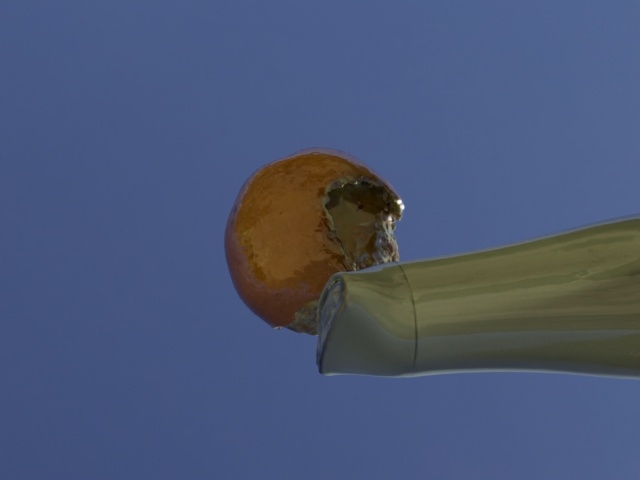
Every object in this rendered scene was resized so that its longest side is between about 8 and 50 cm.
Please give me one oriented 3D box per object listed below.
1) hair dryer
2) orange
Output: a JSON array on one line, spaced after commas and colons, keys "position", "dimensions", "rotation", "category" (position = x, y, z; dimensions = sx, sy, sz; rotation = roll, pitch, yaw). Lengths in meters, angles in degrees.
[{"position": [0.114, -0.019, 0.600], "dimensions": [0.206, 0.237, 0.075], "rotation": [-4, -123, -15], "category": "hair dryer"}, {"position": [0.000, 0.000, 1.238], "dimensions": [0.157, 0.134, 0.156], "rotation": [10, -114, -23], "category": "orange"}]
